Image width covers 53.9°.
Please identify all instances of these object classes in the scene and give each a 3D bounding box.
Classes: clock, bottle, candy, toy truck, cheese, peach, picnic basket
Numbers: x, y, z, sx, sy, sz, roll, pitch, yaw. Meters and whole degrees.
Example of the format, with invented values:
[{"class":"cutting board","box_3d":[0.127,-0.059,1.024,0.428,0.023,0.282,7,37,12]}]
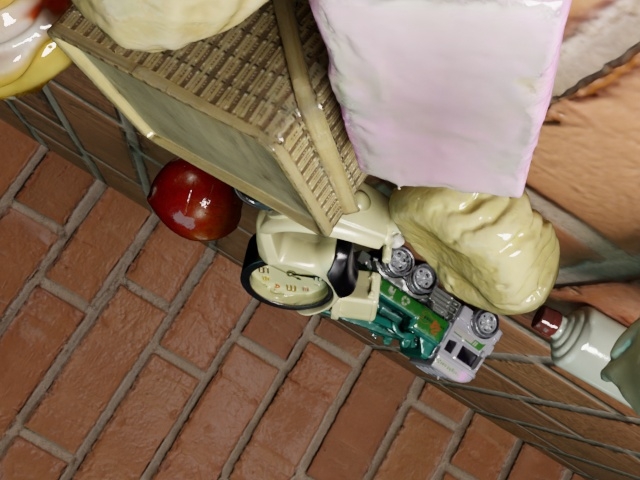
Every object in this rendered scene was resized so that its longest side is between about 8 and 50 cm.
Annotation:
[{"class":"clock","box_3d":[0.000,0.000,0.995,0.276,0.120,0.379,9,147,0]},{"class":"bottle","box_3d":[0.431,0.173,0.940,0.245,0.104,0.104,31,167,3]},{"class":"candy","box_3d":[0.091,-0.136,0.461,0.155,0.116,0.265,8,163,14]},{"class":"toy truck","box_3d":[0.174,0.143,1.254,0.363,0.178,0.176,31,167,-13]},{"class":"cheese","box_3d":[0.188,-0.007,0.800,0.226,0.117,0.214,22,159,51]},{"class":"peach","box_3d":[-0.263,-0.093,1.324,0.197,0.197,0.197,29,167,7]},{"class":"picnic basket","box_3d":[-0.079,-0.169,0.666,0.312,0.175,0.228,30,168,23]}]

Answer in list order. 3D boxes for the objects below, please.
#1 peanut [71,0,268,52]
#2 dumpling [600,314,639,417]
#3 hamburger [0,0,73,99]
[{"class":"peanut","box_3d":[-0.040,-0.209,0.314,0.123,0.257,0.124,31,-158,-14]},{"class":"dumpling","box_3d":[0.413,0.093,0.523,0.212,0.269,0.321,63,178,-26]},{"class":"hamburger","box_3d":[-0.401,-0.308,0.678,0.276,0.276,0.237,28,169,14]}]
